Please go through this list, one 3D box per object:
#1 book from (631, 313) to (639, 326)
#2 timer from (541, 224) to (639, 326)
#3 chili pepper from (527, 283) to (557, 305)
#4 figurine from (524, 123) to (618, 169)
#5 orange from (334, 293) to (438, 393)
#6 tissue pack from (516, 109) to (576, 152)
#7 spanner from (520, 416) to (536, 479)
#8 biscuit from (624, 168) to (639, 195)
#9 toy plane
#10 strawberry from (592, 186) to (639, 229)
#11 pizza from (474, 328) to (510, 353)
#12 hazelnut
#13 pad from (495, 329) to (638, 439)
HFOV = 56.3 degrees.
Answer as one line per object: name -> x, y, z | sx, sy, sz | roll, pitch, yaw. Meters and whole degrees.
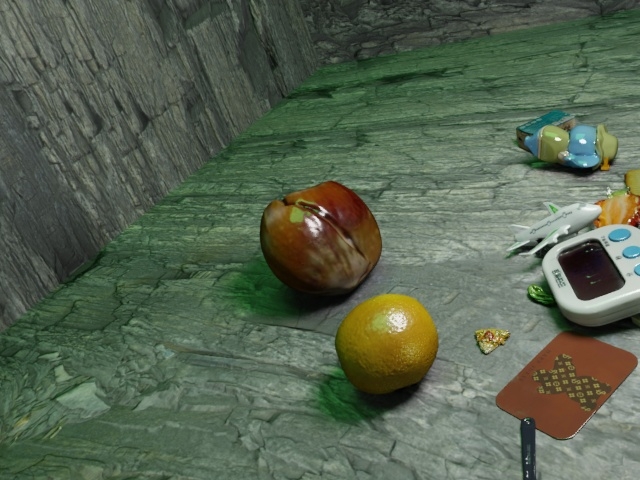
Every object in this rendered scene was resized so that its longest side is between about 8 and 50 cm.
book -> 0.831, 0.142, 1.231 | 0.283, 0.025, 0.215 | -28, 29, -14
timer -> 0.643, 0.078, 1.357 | 0.237, 0.087, 0.262 | -25, 29, 18
chili pepper -> 0.532, 0.132, 1.439 | 0.034, 0.030, 0.091 | -6, 24, -26
figurine -> 0.792, -0.303, 1.874 | 0.262, 0.153, 0.180 | 25, 27, 36
orange -> 0.147, 0.229, 1.333 | 0.237, 0.236, 0.236 | -16, 29, 9
tissue pack -> 0.783, -0.377, 2.075 | 0.169, 0.082, 0.120 | -25, 28, -6
spanner -> 0.377, 0.407, 1.090 | 0.046, 0.012, 0.208 | -8, 33, 23
biscuit -> 0.979, -0.161, 1.639 | 0.255, 0.029, 0.172 | -5, 32, 24
toy plane -> 0.614, -0.031, 1.559 | 0.255, 0.101, 0.251 | -22, 21, 44
strawberry -> 0.765, -0.054, 1.526 | 0.140, 0.085, 0.192 | -42, 26, 21
pizza -> 0.391, 0.227, 1.374 | 0.083, 0.025, 0.078 | -3, 31, 28
hazelnut -> 0.000, 0.000, 1.742 | 0.373, 0.315, 0.372 | 0, 53, 0
pad -> 0.502, 0.286, 1.224 | 0.267, 0.004, 0.181 | -36, 32, -24
